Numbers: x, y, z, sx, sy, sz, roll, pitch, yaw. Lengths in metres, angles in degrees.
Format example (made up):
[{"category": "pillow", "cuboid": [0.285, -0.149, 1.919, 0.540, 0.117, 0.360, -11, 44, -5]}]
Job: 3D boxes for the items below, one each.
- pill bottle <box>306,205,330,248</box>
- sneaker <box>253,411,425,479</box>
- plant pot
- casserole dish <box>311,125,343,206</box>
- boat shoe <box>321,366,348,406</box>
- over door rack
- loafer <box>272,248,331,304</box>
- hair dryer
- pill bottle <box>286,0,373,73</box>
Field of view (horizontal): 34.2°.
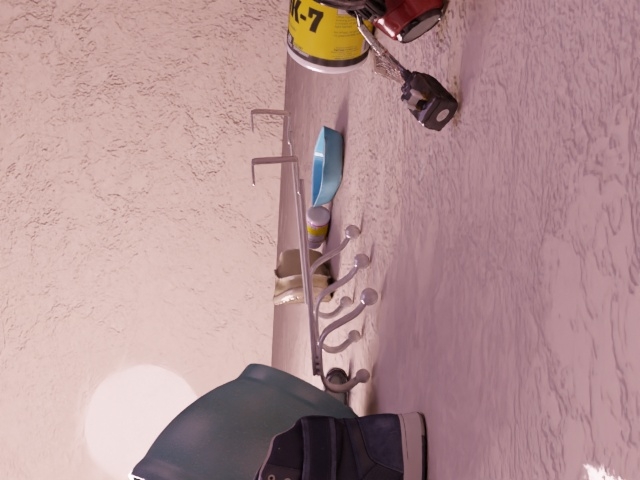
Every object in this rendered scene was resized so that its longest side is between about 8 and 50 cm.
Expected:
[{"category": "pill bottle", "cuboid": [-0.008, -0.021, 1.847, 0.083, 0.043, 0.043, 101, 170, -52]}, {"category": "sneaker", "cuboid": [0.015, 0.269, 0.952, 0.086, 0.163, 0.226, 110, 161, -64]}, {"category": "plant pot", "cuboid": [-0.061, 0.275, 1.285, 0.196, 0.293, 0.293, -62, -3, -20]}, {"category": "casserole dish", "cuboid": [0.011, -0.123, 1.759, 0.188, 0.037, 0.114, 115, 157, -76]}, {"category": "boat shoe", "cuboid": [0.017, 0.245, 1.490, 0.038, 0.046, 0.125, -117, 39, -87]}, {"category": "over door rack", "cuboid": [0.000, 0.000, 1.342, 0.239, 0.108, 0.324, -102, -5, -69]}, {"category": "loafer", "cuboid": [-0.036, 0.060, 1.800, 0.268, 0.102, 0.092, -171, 79, -84]}, {"category": "hair dryer", "cuboid": [0.041, -0.254, 0.936, 0.223, 0.080, 0.293, 43, -158, -41]}, {"category": "pill bottle", "cuboid": [0.021, -0.341, 1.398, 0.119, 0.119, 0.208, -94, 9, -47]}]
